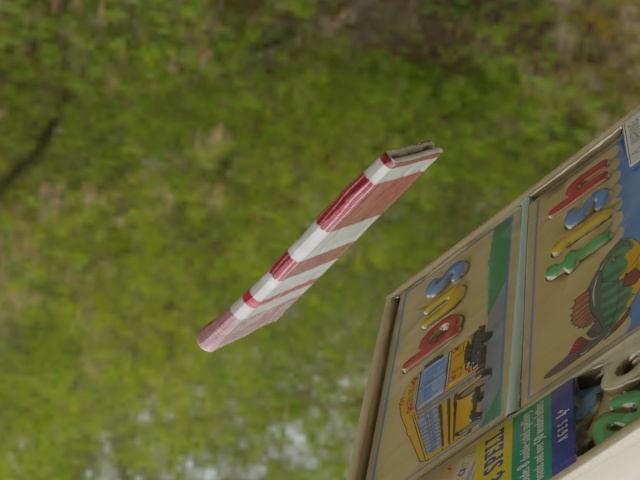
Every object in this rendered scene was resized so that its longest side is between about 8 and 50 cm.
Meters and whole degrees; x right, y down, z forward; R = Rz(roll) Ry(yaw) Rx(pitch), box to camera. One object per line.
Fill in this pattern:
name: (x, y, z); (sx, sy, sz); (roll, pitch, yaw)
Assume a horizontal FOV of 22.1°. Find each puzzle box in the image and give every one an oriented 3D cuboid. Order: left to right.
puzzle box: (0.132, 0.070, 1.005); (0.052, 0.272, 0.409); (46, -158, -13)

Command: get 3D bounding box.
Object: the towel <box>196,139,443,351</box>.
towel: (0.000, 0.000, 1.990); (0.037, 0.329, 0.237); (47, -162, 7)
